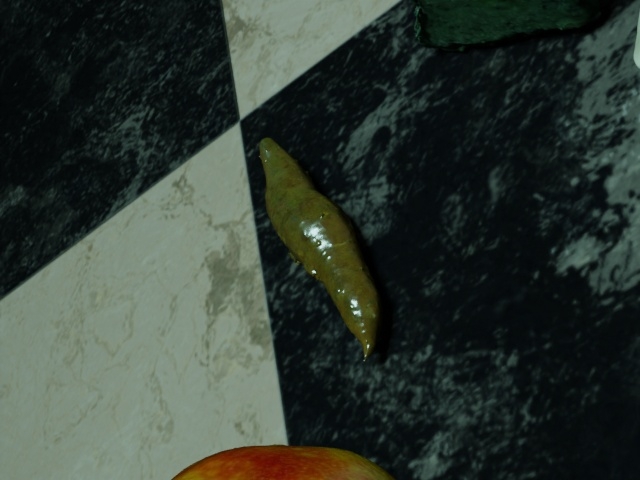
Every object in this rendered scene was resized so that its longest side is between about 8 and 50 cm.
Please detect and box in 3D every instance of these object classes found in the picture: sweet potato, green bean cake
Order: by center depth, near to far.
[{"bbox_3d":[0.118,-0.257,1.263,0.193,0.208,0.107,-2,64,43],"label":"green bean cake"},{"bbox_3d":[0.000,0.000,1.346,0.067,0.067,0.274,-46,45,17],"label":"sweet potato"}]

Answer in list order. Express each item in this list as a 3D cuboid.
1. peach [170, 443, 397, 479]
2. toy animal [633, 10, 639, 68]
[{"bbox_3d":[-0.024,0.250,1.102,0.231,0.231,0.231,-24,52,35],"label":"peach"},{"bbox_3d":[0.355,-0.256,1.086,0.266,0.188,0.307,163,115,-64],"label":"toy animal"}]
